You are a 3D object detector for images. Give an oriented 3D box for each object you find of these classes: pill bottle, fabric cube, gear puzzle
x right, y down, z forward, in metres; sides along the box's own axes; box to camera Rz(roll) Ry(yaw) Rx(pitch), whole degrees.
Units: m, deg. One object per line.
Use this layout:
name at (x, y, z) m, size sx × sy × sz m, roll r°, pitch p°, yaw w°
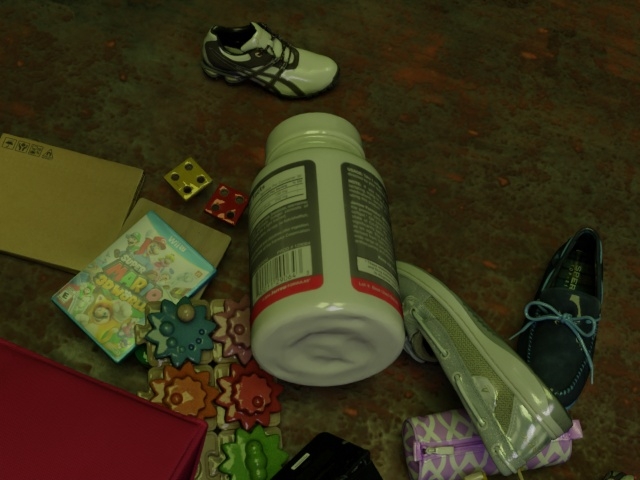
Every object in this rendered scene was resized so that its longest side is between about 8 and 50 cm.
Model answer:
pill bottle at (0.000, 0.000, 1.141) m, size 0.176 × 0.176 × 0.318 m, roll 0°, pitch 52°, yaw -5°
fabric cube at (-0.287, 0.296, 0.910) m, size 0.254 × 0.259 × 0.258 m, roll 21°, pitch 36°, yaw 6°
gear puzzle at (-0.120, 0.227, 1.087) m, size 0.175 × 0.044 × 0.339 m, roll 0°, pitch 74°, yaw -21°

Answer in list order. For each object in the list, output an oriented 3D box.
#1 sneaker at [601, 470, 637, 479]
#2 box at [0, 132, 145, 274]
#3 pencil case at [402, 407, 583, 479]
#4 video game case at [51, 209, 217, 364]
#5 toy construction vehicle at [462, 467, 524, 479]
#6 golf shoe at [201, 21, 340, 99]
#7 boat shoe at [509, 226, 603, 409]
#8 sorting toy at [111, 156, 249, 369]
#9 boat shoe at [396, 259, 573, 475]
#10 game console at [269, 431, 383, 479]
sneaker at (0.251, 0.355, 1.058) m, size 0.299 × 0.121 × 0.112 m, roll -33°, pitch 42°, yaw -25°
box at (-0.352, -0.046, 1.234) m, size 0.201 × 0.021 × 0.164 m, roll 15°, pitch 66°, yaw 2°
pencil case at (0.196, 0.237, 1.116) m, size 0.206 × 0.088 × 0.086 m, roll -8°, pitch 69°, yaw -9°
video game case at (-0.227, 0.055, 1.151) m, size 0.119 × 0.015 × 0.166 m, roll 41°, pitch 70°, yaw 13°
toy construction vehicle at (0.205, 0.299, 1.050) m, size 0.086 × 0.035 × 0.098 m, roll -24°, pitch 39°, yaw 6°
golf shoe at (-0.068, -0.254, 1.309) m, size 0.198 × 0.094 × 0.077 m, roll 6°, pitch 65°, yaw -4°
boat shoe at (0.294, 0.085, 1.159) m, size 0.109 × 0.089 × 0.258 m, roll 10°, pitch 49°, yaw 9°
sorting toy at (-0.197, 0.025, 1.200) m, size 0.132 × 0.046 × 0.274 m, roll 23°, pitch 67°, yaw 6°
boat shoe at (0.156, 0.135, 1.103) m, size 0.103 × 0.118 × 0.320 m, roll -43°, pitch 49°, yaw -1°
game console at (0.010, 0.298, 1.094) m, size 0.107 × 0.071 × 0.122 m, roll 17°, pitch 36°, yaw 34°
